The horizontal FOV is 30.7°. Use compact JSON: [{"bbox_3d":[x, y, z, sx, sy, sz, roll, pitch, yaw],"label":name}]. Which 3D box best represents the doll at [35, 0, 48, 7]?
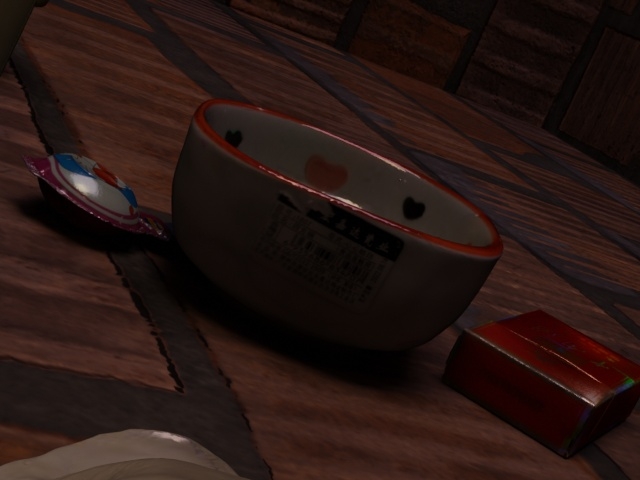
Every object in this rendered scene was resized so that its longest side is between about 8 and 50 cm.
[{"bbox_3d":[-0.377,-0.255,1.060,0.177,0.162,0.260,26,17,14],"label":"doll"}]

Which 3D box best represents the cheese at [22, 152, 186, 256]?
[{"bbox_3d":[-0.150,-0.024,0.842,0.145,0.038,0.095,29,12,-34],"label":"cheese"}]

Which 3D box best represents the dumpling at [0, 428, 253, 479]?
[{"bbox_3d":[-0.035,0.126,0.307,0.162,0.132,0.250,18,15,-37],"label":"dumpling"}]

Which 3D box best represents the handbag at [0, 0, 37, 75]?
[{"bbox_3d":[-0.299,-0.250,0.854,0.241,0.315,0.109,24,12,-4],"label":"handbag"}]

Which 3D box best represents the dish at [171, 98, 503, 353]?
[{"bbox_3d":[0.000,0.000,0.842,0.256,0.117,0.256,22,15,-6],"label":"dish"}]

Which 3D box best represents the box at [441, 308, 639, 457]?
[{"bbox_3d":[0.179,0.103,0.900,0.112,0.048,0.175,31,16,23],"label":"box"}]
